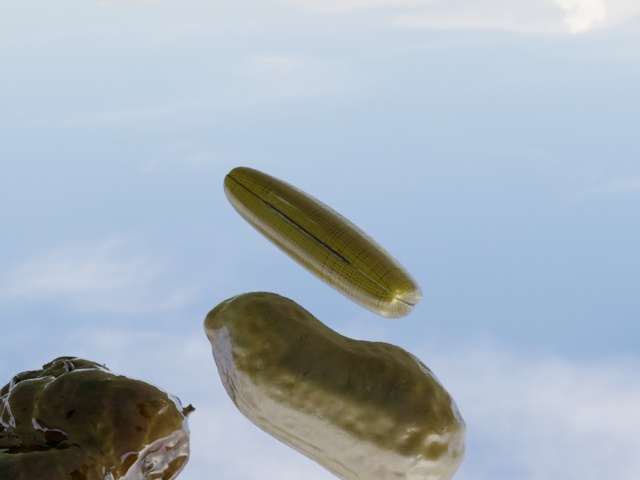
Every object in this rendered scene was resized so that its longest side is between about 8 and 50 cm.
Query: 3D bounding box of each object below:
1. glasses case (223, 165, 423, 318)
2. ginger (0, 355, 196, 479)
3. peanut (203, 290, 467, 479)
[{"bbox_3d":[0.000,0.000,1.058,0.234,0.064,0.079,36,-174,23],"label":"glasses case"},{"bbox_3d":[-0.339,0.258,1.233,0.274,0.152,0.357,31,-124,31],"label":"ginger"},{"bbox_3d":[0.009,0.118,0.858,0.236,0.120,0.110,32,167,16],"label":"peanut"}]
